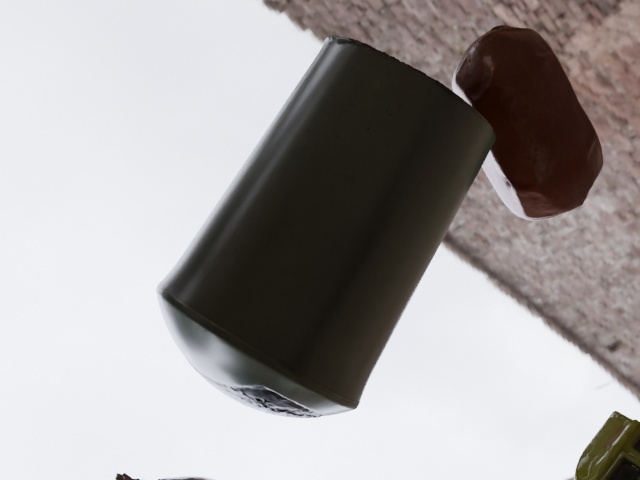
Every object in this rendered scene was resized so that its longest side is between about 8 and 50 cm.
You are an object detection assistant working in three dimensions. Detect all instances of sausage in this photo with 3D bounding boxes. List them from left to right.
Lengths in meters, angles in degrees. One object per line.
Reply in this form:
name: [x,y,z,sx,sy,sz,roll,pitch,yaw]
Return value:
sausage: [0.275,-0.159,1.373,0.153,0.141,0.268,-175,60,-85]

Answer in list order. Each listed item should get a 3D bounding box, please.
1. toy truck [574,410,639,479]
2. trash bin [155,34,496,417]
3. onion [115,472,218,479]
toy truck: [0.317,0.138,0.814,0.157,0.272,0.124,32,171,45]
trash bin: [0.000,0.000,1.228,0.280,0.432,0.280,31,177,1]
onion: [-0.166,0.339,1.189,0.195,0.159,0.159,34,-144,-1]
